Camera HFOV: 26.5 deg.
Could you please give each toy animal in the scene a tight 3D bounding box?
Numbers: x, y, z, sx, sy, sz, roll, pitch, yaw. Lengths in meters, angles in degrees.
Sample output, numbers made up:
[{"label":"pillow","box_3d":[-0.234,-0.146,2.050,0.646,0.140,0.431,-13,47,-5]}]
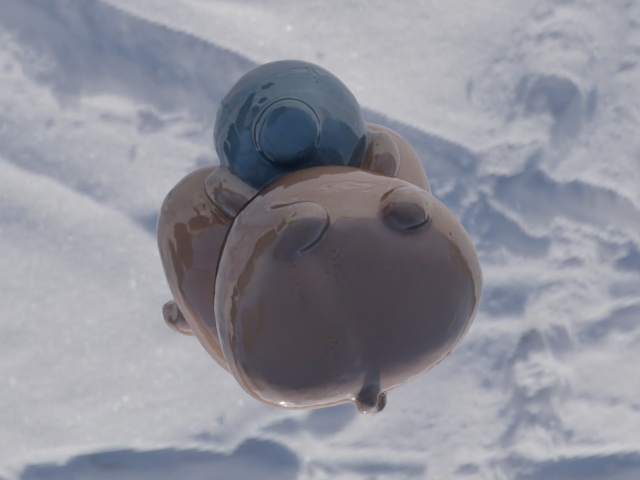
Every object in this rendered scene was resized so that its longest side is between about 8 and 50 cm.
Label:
[{"label":"toy animal","box_3d":[0.005,0.021,0.922,0.209,0.221,0.230,-14,135,-13]}]
